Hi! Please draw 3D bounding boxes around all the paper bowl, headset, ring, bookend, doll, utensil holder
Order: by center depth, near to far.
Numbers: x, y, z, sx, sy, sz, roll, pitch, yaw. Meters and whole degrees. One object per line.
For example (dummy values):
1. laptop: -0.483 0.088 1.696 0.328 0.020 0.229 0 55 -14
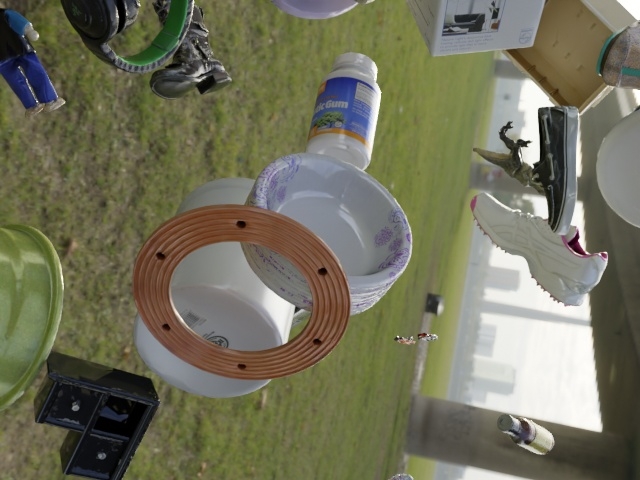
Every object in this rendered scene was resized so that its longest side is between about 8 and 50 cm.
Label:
1. bookend: -0.328 0.251 0.955 0.156 0.157 0.072 -62 -151 5
2. doll: -0.450 -0.274 1.011 0.046 0.129 0.189 -64 141 -52
3. ring: -0.120 0.085 1.070 0.032 0.336 0.336 -82 174 -55
4. paper bowl: 0.000 0.000 1.181 0.148 0.284 0.284 -59 -174 44
5. headset: -0.327 -0.448 1.187 0.243 0.185 0.394 -58 153 -13
6. utensil holder: -0.202 0.098 1.519 0.385 0.327 0.327 -83 175 -55

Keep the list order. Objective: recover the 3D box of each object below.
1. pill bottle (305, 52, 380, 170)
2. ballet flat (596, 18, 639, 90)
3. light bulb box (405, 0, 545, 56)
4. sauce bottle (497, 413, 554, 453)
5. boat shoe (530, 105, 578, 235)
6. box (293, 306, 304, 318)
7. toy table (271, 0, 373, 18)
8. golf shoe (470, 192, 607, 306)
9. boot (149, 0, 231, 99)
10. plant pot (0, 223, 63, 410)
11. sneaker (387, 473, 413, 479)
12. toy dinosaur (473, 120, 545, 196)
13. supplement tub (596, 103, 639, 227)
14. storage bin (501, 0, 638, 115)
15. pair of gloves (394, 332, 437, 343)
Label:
1. pill bottle: 0.060 -0.302 1.641 0.152 0.152 0.272 76 22 -61
2. ballet flat: 0.507 -0.289 0.996 0.316 0.106 0.107 -41 141 -31
3. light bulb box: 0.294 -0.621 1.373 0.361 0.225 0.358 91 -12 -51
4. sauce bottle: 0.310 0.292 1.062 0.128 0.042 0.042 34 61 -38
5. boat shoe: 0.394 -0.119 1.191 0.078 0.070 0.219 -26 117 -85
6. box: -0.105 0.205 1.950 0.076 0.307 0.242 56 4 12
7. toy table: 0.025 -0.595 1.491 0.274 0.252 0.161 -38 -174 -27
8. golf shoe: 0.442 -0.010 1.415 0.115 0.306 0.140 -15 145 -52
9. boot: -0.333 -0.451 1.614 0.263 0.091 0.229 -23 88 -57
10. plant pot: -0.522 0.077 0.888 0.254 0.276 0.276 28 70 -56
11. sneaker: 0.145 0.505 1.422 0.069 0.098 0.038 92 -20 -80
12. toy dinosaur: 0.419 -0.184 1.516 0.064 0.268 0.118 -29 134 -20
13. supplement tub: 0.659 -0.169 1.254 0.316 0.228 0.228 -33 135 -42
14. storage bin: 0.552 -0.432 1.557 0.123 0.262 0.260 -31 165 -35
15. pair of gloves: 0.198 0.203 1.452 0.074 0.083 0.010 26 56 -56
